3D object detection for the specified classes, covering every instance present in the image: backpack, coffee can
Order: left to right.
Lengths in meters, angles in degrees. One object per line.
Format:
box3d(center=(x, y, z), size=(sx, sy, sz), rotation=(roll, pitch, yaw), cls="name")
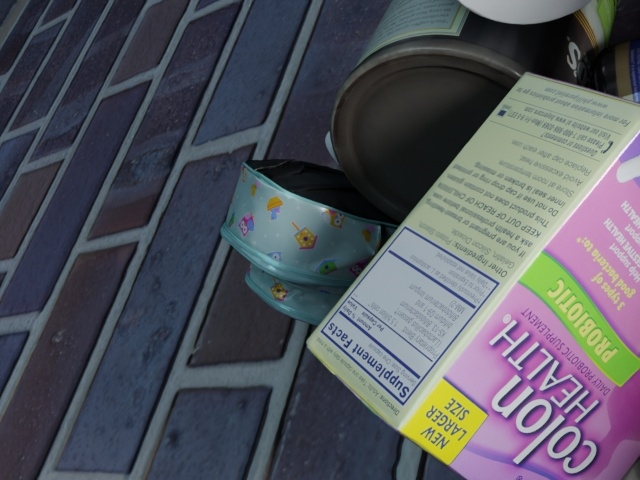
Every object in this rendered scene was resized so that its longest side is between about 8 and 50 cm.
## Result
box3d(center=(0.000, 0.000, 0.837), size=(0.166, 0.188, 0.144), rotation=(38, 104, 52), cls="backpack")
box3d(center=(0.148, -0.165, 0.781), size=(0.201, 0.201, 0.275), rotation=(-12, 39, 39), cls="coffee can")

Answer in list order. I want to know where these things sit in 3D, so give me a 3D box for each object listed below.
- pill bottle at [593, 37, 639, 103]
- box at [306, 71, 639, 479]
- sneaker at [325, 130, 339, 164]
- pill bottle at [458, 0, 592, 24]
box3d(center=(0.324, -0.110, 0.647), size=(0.219, 0.123, 0.123), rotation=(-11, 50, 28), cls="pill bottle")
box3d(center=(0.155, 0.052, 0.607), size=(0.243, 0.213, 0.117), rotation=(-50, 36, -2), cls="box")
box3d(center=(0.042, -0.106, 0.997), size=(0.054, 0.061, 0.152), rotation=(-50, 35, 2), cls="sneaker")
box3d(center=(0.141, -0.301, 0.646), size=(0.181, 0.181, 0.323), rotation=(-25, 39, 29), cls="pill bottle")
